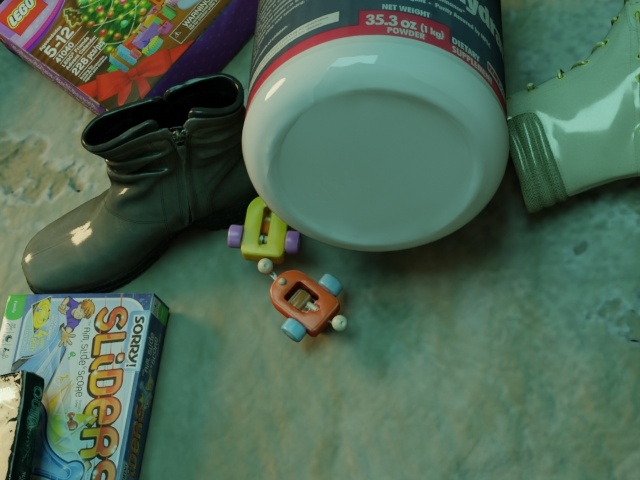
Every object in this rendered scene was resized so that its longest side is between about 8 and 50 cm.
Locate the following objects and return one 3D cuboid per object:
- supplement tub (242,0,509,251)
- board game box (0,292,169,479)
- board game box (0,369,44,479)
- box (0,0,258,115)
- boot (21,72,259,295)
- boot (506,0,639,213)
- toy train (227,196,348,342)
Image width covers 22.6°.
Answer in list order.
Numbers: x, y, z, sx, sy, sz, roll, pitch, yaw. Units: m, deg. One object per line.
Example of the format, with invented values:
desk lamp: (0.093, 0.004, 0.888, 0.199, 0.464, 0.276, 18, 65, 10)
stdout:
supplement tub: (0.044, -0.143, 1.218, 0.191, 0.191, 0.272, -11, 43, 14)
board game box: (-0.204, 0.140, 1.282, 0.136, 0.035, 0.201, -2, 64, 19)
board game box: (-0.302, 0.177, 1.268, 0.186, 0.026, 0.126, -13, 58, 30)
box: (-0.135, -0.245, 1.444, 0.201, 0.057, 0.293, 35, 79, 31)
boot: (-0.156, -0.050, 1.289, 0.247, 0.161, 0.083, -24, 58, 7)
boot: (0.210, -0.131, 1.252, 0.165, 0.077, 0.213, -17, 60, 14)
toy train: (0.000, 0.000, 1.279, 0.125, 0.046, 0.166, 32, 72, 15)
